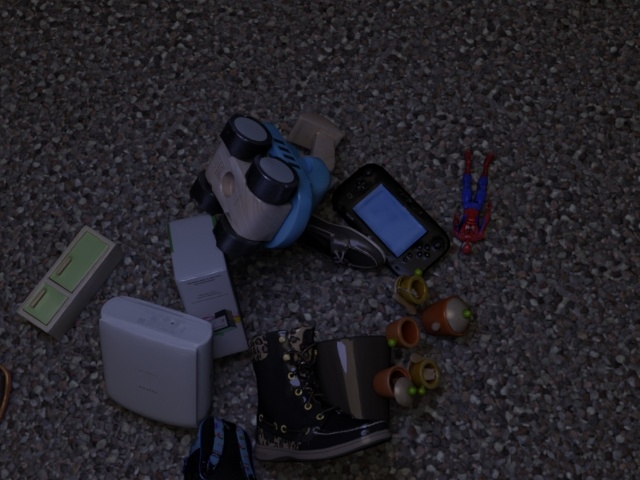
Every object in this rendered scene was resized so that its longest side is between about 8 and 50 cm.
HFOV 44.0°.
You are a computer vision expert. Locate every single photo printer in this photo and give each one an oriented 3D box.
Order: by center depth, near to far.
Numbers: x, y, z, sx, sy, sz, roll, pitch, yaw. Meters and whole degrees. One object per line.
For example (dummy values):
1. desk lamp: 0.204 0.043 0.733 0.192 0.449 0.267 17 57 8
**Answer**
1. photo printer: -0.364 0.288 1.779 0.256 0.307 0.107 16 39 11

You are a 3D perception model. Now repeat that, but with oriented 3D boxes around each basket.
1. basket: 0.080 0.345 1.813 0.205 0.154 0.226 -4 72 -9

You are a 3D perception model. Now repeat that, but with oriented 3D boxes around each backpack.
1. backpack: -0.228 0.491 1.770 0.158 0.117 0.173 25 34 -29

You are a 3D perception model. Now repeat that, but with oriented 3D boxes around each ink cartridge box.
1. ink cartridge box: -0.257 0.109 1.822 0.117 0.278 0.201 -14 43 -6

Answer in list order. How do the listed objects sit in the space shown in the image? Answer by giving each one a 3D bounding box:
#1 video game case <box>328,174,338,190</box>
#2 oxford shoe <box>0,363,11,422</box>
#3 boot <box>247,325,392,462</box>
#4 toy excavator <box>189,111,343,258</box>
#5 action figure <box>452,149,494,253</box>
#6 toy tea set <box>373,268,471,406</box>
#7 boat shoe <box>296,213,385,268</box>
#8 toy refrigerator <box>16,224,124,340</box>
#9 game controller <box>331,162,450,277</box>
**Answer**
1. video game case: -0.085 -0.147 2.016 0.183 0.023 0.201 29 45 24
2. oxford shoe: -0.849 0.440 1.819 0.130 0.132 0.363 25 71 12
3. boot: -0.023 0.327 1.715 0.138 0.377 0.284 0 76 -42
4. toy excavator: -0.074 -0.160 1.876 0.445 0.222 0.433 5 41 -40
5. action figure: 0.385 -0.107 1.987 0.092 0.139 0.280 8 71 7
6. toy tea set: 0.243 0.232 1.801 0.200 0.124 0.336 36 57 -29
7. boat shoe: 0.000 0.000 1.966 0.335 0.112 0.095 29 59 21
8. toy refrigerator: -0.617 0.103 1.964 0.102 0.094 0.269 31 73 13
9. game controller: 0.175 -0.048 2.005 0.166 0.067 0.319 -38 71 -12
